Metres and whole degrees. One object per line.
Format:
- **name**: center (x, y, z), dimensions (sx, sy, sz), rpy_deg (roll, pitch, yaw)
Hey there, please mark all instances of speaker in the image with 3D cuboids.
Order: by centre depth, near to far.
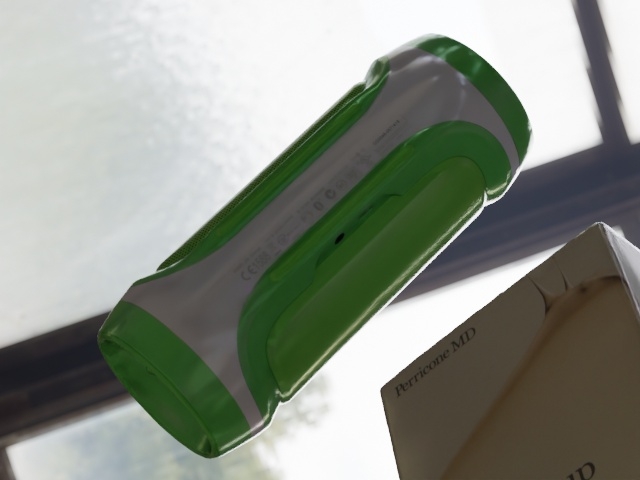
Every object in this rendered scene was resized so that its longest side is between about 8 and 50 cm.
- **speaker**: center (0.000, 0.000, 1.204), dimensions (0.131, 0.296, 0.131), rpy_deg (40, -20, 18)

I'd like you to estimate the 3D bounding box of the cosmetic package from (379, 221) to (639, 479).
- **cosmetic package**: center (0.141, 0.158, 0.869), dimensions (0.113, 0.160, 0.309), rpy_deg (35, 25, -34)
